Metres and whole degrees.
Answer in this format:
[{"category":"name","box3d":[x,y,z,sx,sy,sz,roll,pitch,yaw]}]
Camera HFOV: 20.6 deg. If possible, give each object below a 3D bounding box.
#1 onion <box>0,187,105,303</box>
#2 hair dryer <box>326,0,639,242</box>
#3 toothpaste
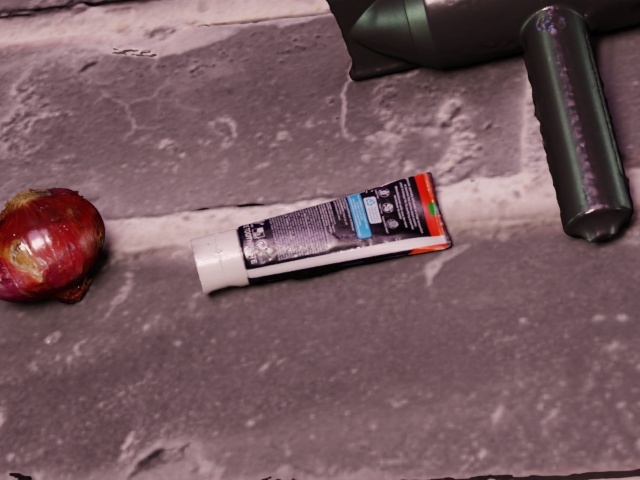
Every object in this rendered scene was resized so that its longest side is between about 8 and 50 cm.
[{"category":"onion","box3d":[-0.215,0.007,1.372,0.107,0.097,0.107,-35,13,9]},{"category":"hair dryer","box3d":[0.140,-0.120,1.359,0.244,0.116,0.302,-15,57,10]},{"category":"toothpaste","box3d":[0.000,0.000,1.341,0.194,0.045,0.071,-15,58,-2]}]
